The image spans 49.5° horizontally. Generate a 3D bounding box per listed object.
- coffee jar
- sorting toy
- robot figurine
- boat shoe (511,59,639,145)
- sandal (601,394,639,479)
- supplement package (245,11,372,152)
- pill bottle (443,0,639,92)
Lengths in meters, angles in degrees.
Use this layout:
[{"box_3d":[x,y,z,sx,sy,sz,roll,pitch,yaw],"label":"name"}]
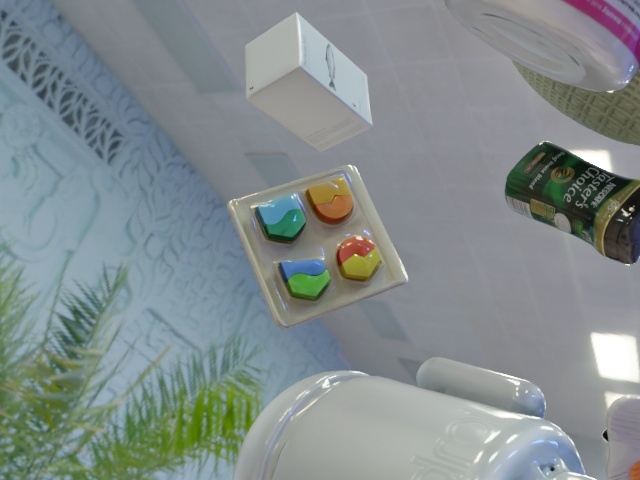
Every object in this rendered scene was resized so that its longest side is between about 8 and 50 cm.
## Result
[{"box_3d":[0.321,-0.047,0.837,0.184,0.096,0.079,35,-17,42],"label":"coffee jar"},{"box_3d":[0.000,0.000,0.943,0.193,0.208,0.038,66,-23,15],"label":"sorting toy"},{"box_3d":[0.067,0.216,0.550,0.353,0.300,0.200,3,-50,45],"label":"robot figurine"},{"box_3d":[0.396,-0.200,0.713,0.187,0.156,0.500,47,-12,-30],"label":"boat shoe"},{"box_3d":[0.509,0.318,1.125,0.101,0.076,0.265,-9,-53,15],"label":"sandal"},{"box_3d":[-0.016,-0.229,1.035,0.105,0.105,0.179,-22,-32,32],"label":"supplement package"},{"box_3d":[0.226,-0.270,0.509,0.160,0.283,0.160,29,8,-5],"label":"pill bottle"}]
